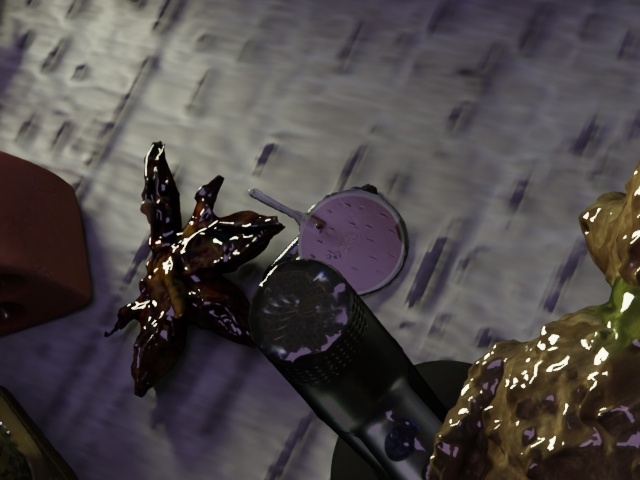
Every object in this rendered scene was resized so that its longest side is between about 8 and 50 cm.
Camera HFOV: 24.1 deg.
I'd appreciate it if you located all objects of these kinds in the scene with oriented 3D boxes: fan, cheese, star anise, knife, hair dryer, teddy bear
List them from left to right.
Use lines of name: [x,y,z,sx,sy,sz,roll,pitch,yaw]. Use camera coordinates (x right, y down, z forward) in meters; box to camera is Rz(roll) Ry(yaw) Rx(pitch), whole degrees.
cheese: [-0.311,-0.006,1.176,0.202,0.177,0.128,-17,60,12]
star anise: [-0.092,0.022,1.148,0.157,0.053,0.212,2,69,31]
knife: [0.000,0.000,1.149,0.121,0.018,0.031,-47,55,-7]
fan: [0.003,-0.009,1.137,0.133,0.005,0.085,26,76,11]
hair dryer: [0.072,0.174,0.881,0.155,0.320,0.284,-27,68,6]
teddy bear: [0.218,0.037,0.663,0.296,0.223,0.246,-11,38,-38]

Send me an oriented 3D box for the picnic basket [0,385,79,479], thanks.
picnic basket: [-0.318,0.208,1.091,0.266,0.139,0.165,-44,58,-5]
